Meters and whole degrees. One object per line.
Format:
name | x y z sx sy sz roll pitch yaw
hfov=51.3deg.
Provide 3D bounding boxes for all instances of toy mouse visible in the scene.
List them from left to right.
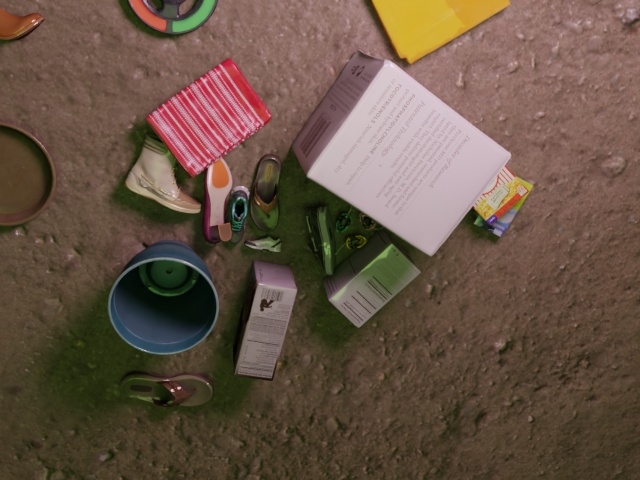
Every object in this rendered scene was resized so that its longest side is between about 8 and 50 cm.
toy mouse | 0.098 -0.050 1.922 0.161 0.031 0.143 -16 106 -7

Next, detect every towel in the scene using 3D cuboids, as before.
towel | -0.282 -0.316 1.722 0.275 0.031 0.199 -39 112 -11

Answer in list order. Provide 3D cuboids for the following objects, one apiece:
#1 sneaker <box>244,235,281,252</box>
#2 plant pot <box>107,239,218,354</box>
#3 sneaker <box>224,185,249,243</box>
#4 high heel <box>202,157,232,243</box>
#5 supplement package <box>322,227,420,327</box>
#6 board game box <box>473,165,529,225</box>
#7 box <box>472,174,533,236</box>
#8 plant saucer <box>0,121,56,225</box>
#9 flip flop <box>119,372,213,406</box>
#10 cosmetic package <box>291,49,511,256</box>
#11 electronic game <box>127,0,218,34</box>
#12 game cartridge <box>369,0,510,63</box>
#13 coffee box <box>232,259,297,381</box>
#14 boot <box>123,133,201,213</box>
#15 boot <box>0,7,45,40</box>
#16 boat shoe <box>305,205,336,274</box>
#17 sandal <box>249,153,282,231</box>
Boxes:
sneaker | -0.164 0.007 1.903 0.109 0.040 0.043 7 93 -16
plant pot | -0.410 0.123 1.783 0.272 0.255 0.271 -3 112 -8
sneaker | -0.232 -0.064 1.838 0.065 0.076 0.166 4 110 -10
high heel | -0.296 -0.113 1.829 0.082 0.117 0.244 -14 98 -37
supplement package | 0.144 0.107 1.934 0.244 0.139 0.134 -43 111 9
board game box | 0.473 -0.162 1.905 0.147 0.045 0.193 -44 94 12
box | 0.533 -0.111 1.968 0.109 0.042 0.178 24 105 -16
plant saucer | -0.823 -0.172 1.717 0.278 0.041 0.277 -3 111 -8
flip flop | -0.461 0.456 1.996 0.277 0.080 0.112 9 109 -13
cosmetic package | 0.187 -0.231 1.709 0.394 0.329 0.327 32 102 -20
electronic game | -0.361 -0.619 1.619 0.229 0.048 0.229 -3 111 -9
game cartridge | 0.291 -0.654 1.720 0.324 0.052 0.285 -29 113 5
coffee box | -0.164 0.230 1.914 0.119 0.168 0.297 11 109 -13
boot | -0.392 -0.175 1.771 0.213 0.077 0.165 23 103 -17
boot | -0.771 -0.539 1.569 0.197 0.073 0.152 -25 109 -2
boat shoe | 0.000 0.000 1.909 0.070 0.077 0.219 -1 117 16
sandal | -0.145 -0.127 1.837 0.090 0.060 0.219 8 109 -12
